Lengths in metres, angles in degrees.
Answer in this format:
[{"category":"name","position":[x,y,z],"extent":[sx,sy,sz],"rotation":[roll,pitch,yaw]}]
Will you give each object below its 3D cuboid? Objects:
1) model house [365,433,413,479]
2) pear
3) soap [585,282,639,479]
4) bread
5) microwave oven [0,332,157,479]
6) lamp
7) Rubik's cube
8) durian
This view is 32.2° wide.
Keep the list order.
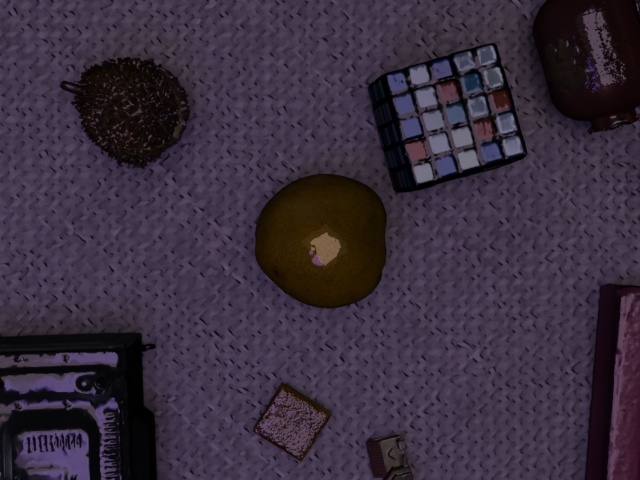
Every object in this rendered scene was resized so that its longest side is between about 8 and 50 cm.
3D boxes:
[{"category":"model house","position":[0.109,0.353,1.745],"extent":[0.058,0.057,0.083],"rotation":[-12,93,-8]},{"category":"pear","position":[0.000,0.000,1.661],"extent":[0.209,0.209,0.209],"rotation":[0,90,-4]},{"category":"soap","position":[0.551,0.254,1.737],"extent":[0.233,0.128,0.359],"rotation":[5,90,-3]},{"category":"bread","position":[-0.044,0.285,1.744],"extent":[0.094,0.035,0.090],"rotation":[32,88,-3]},{"category":"microwave oven","position":[-0.390,0.321,1.631],"extent":[0.286,0.218,0.355],"rotation":[-1,90,-3]},{"category":"lamp","position":[0.425,-0.296,1.700],"extent":[0.180,0.180,0.258],"rotation":[-16,94,-3]},{"category":"Rubik's cube","position":[0.188,-0.180,1.682],"extent":[0.182,0.187,0.184],"rotation":[-15,93,-4]},{"category":"durian","position":[-0.295,-0.198,1.649],"extent":[0.196,0.196,0.167],"rotation":[21,91,-4]}]
